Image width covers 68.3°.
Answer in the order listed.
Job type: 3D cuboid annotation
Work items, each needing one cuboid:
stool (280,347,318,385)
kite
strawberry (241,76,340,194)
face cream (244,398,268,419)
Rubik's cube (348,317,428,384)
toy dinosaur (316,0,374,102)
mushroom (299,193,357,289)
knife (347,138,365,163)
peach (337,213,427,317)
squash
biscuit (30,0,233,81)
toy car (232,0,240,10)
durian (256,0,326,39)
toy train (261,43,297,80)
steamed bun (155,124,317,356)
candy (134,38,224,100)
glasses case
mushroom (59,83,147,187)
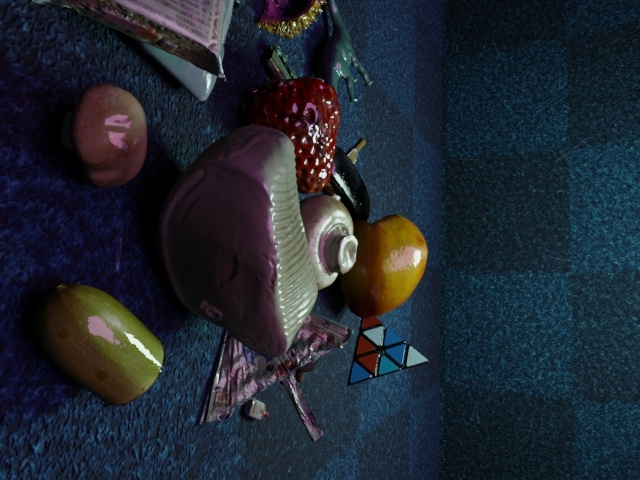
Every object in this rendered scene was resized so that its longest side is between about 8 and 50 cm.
[{"bbox_3d":[-0.065,0.262,1.143,0.217,0.125,0.121,-69,-179,-81],"label":"stool"},{"bbox_3d":[-0.087,0.253,1.008,0.405,0.014,0.369,-25,82,-29],"label":"kite"},{"bbox_3d":[-0.046,-0.243,1.086,0.253,0.150,0.281,-4,104,-42],"label":"strawberry"},{"bbox_3d":[-0.143,0.386,1.074,0.083,0.021,0.040,52,45,-51],"label":"face cream"},{"bbox_3d":[0.165,0.364,1.660,0.249,0.284,0.234,-9,76,-31],"label":"Rubik's cube"},{"bbox_3d":[0.019,-0.569,1.377,0.331,0.129,0.384,59,39,-28],"label":"toy dinosaur"},{"bbox_3d":[0.000,0.000,1.200,0.254,0.184,0.255,-19,117,-43],"label":"mushroom"},{"bbox_3d":[0.115,-0.290,1.616,0.256,0.022,0.046,-53,139,-51],"label":"knife"},{"bbox_3d":[0.188,0.081,1.474,0.289,0.288,0.308,-14,95,-63],"label":"peach"},{"bbox_3d":[-0.308,0.130,0.648,0.187,0.123,0.123,66,34,-39],"label":"squash"},{"bbox_3d":[-0.265,-0.379,0.711,0.309,0.079,0.186,12,74,-36],"label":"biscuit"},{"bbox_3d":[-0.228,-0.489,0.852,0.191,0.097,0.100,14,72,-63],"label":"toy car"},{"bbox_3d":[-0.055,-0.621,1.199,0.186,0.153,0.261,33,65,-88],"label":"durian"},{"bbox_3d":[-0.095,-0.420,1.180,0.148,0.038,0.071,51,45,-50],"label":"toy train"},{"bbox_3d":[-0.150,0.004,0.852,0.247,0.236,0.384,-63,150,-59],"label":"steamed bun"},{"bbox_3d":[-0.243,-0.353,0.841,0.174,0.071,0.138,42,54,-54],"label":"candy"},{"bbox_3d":[0.082,-0.163,1.477,0.321,0.082,0.122,51,44,-49],"label":"glasses case"},{"bbox_3d":[-0.304,-0.147,0.670,0.112,0.148,0.148,9,78,-23],"label":"mushroom"}]
